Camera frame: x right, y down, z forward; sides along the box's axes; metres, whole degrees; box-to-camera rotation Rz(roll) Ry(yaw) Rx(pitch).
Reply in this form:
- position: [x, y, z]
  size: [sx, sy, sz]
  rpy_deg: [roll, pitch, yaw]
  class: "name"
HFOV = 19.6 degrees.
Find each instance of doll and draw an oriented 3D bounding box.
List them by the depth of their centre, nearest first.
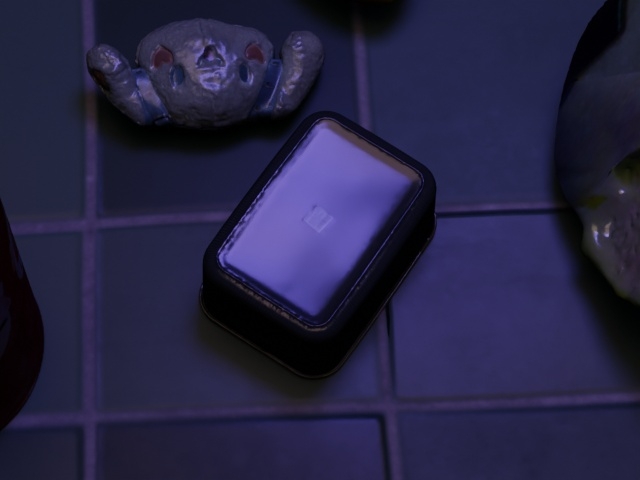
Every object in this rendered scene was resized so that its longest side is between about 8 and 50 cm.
- position: [-0.099, -0.147, 1.645]
  size: [0.214, 0.071, 0.103]
  rpy_deg: [-2, 79, -11]
  class: "doll"

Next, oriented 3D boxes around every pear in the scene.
- position: [0.386, -0.107, 1.517]
  size: [0.165, 0.399, 0.398]
  rpy_deg: [15, 62, -34]
  class: "pear"

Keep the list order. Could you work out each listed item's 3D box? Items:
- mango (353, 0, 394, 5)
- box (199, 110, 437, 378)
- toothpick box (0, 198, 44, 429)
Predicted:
- position: [0.027, -0.311, 1.691]
  size: [0.145, 0.112, 0.219]
  rpy_deg: [-17, 71, 7]
  class: "mango"
- position: [0.000, 0.000, 1.573]
  size: [0.144, 0.090, 0.201]
  rpy_deg: [33, 70, 12]
  class: "box"
- position: [-0.330, 0.026, 1.423]
  size: [0.204, 0.333, 0.204]
  rpy_deg: [0, 67, 0]
  class: "toothpick box"
